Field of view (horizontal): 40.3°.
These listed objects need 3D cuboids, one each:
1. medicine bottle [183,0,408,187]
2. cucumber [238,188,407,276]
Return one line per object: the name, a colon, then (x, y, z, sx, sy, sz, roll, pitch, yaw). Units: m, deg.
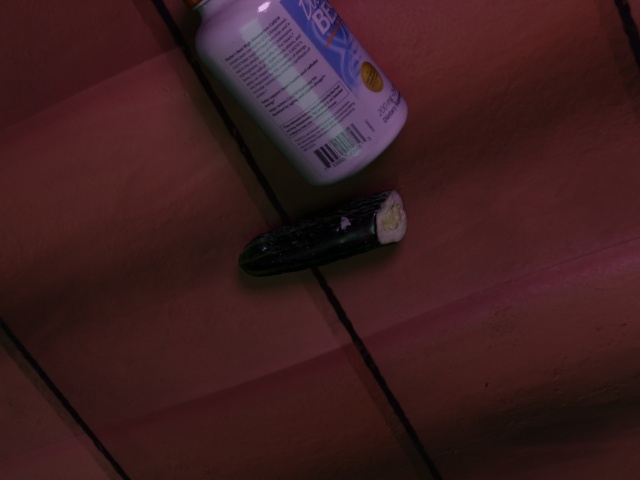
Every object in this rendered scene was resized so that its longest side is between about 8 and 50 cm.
medicine bottle: (-0.039, -0.212, 1.012, 0.157, 0.157, 0.288, -32, 112, 23)
cucumber: (-0.001, -0.001, 1.183, 0.242, 0.074, 0.074, -18, 116, 20)
